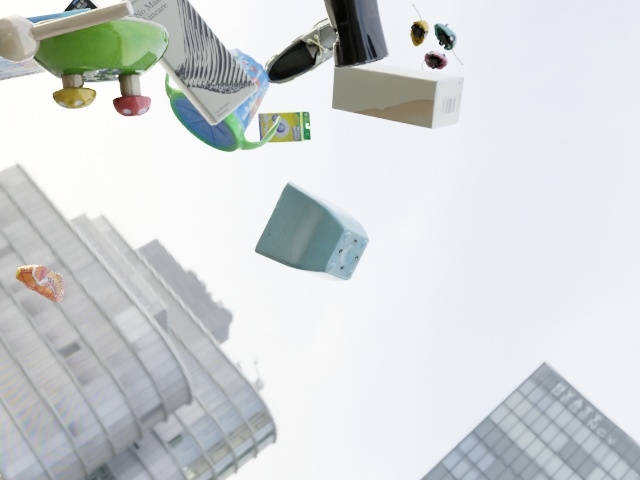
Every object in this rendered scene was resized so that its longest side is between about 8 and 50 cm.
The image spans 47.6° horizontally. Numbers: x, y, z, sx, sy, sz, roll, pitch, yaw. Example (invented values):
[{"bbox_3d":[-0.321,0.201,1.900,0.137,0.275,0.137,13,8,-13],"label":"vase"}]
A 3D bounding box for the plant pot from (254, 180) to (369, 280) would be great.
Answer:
[{"bbox_3d":[0.000,0.000,2.255,0.252,0.248,0.247,28,3,37],"label":"plant pot"}]

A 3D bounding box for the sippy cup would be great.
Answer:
[{"bbox_3d":[-0.265,-0.406,2.031,0.240,0.224,0.305,9,-32,46],"label":"sippy cup"}]

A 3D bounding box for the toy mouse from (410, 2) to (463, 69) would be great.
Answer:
[{"bbox_3d":[0.253,-0.411,1.533,0.143,0.031,0.161,36,-28,25],"label":"toy mouse"}]

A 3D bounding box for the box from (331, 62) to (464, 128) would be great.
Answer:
[{"bbox_3d":[0.193,-0.379,1.864,0.311,0.148,0.121,19,-65,35],"label":"box"}]

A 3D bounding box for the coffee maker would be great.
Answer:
[{"bbox_3d":[0.081,-0.474,1.581,0.171,0.120,0.178,-156,-131,-67],"label":"coffee maker"}]

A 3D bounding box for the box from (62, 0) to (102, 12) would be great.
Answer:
[{"bbox_3d":[-0.718,-0.631,2.200,0.147,0.180,0.077,45,9,4],"label":"box"}]

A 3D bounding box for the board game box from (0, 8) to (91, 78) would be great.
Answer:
[{"bbox_3d":[-0.706,-0.440,1.689,0.336,0.253,0.079,-4,-74,49],"label":"board game box"}]

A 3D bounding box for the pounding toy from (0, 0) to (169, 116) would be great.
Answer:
[{"bbox_3d":[-0.286,-0.213,0.918,0.237,0.182,0.110,-73,158,-85],"label":"pounding toy"}]

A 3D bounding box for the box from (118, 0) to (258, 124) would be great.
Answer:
[{"bbox_3d":[-0.248,-0.357,1.365,0.275,0.113,0.094,49,-7,-15],"label":"box"}]

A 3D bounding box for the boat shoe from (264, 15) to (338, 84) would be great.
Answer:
[{"bbox_3d":[-0.029,-0.541,2.073,0.109,0.305,0.091,55,16,-22],"label":"boat shoe"}]

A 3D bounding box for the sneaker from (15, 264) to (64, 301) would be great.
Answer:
[{"bbox_3d":[-0.651,0.097,1.699,0.067,0.064,0.175,2,-27,8],"label":"sneaker"}]

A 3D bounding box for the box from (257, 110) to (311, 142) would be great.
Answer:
[{"bbox_3d":[-0.121,-0.386,2.474,0.179,0.043,0.105,0,-76,14],"label":"box"}]
